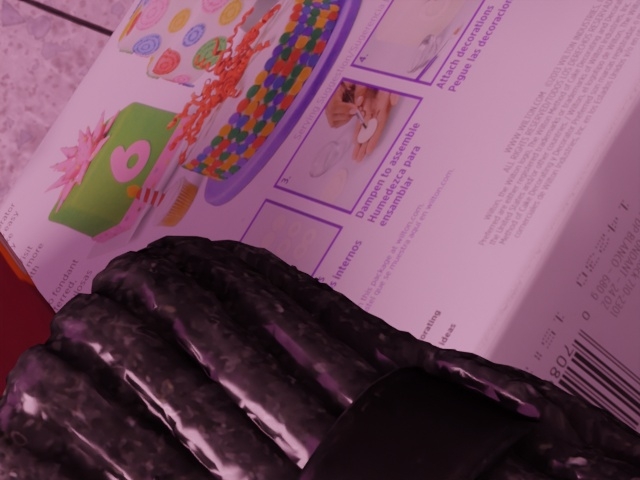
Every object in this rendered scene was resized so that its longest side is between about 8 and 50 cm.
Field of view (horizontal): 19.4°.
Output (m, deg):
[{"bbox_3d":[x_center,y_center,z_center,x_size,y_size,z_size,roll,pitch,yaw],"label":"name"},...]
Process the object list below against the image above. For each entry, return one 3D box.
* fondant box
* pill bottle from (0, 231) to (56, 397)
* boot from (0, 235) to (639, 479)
[{"bbox_3d":[0.000,0.000,0.752,0.330,0.096,0.238,21,77,51],"label":"fondant box"},{"bbox_3d":[-0.115,0.177,0.605,0.224,0.392,0.224,-35,-10,-7],"label":"pill bottle"},{"bbox_3d":[0.007,0.184,0.399,0.348,0.260,0.131,-67,-26,-16],"label":"boot"}]
